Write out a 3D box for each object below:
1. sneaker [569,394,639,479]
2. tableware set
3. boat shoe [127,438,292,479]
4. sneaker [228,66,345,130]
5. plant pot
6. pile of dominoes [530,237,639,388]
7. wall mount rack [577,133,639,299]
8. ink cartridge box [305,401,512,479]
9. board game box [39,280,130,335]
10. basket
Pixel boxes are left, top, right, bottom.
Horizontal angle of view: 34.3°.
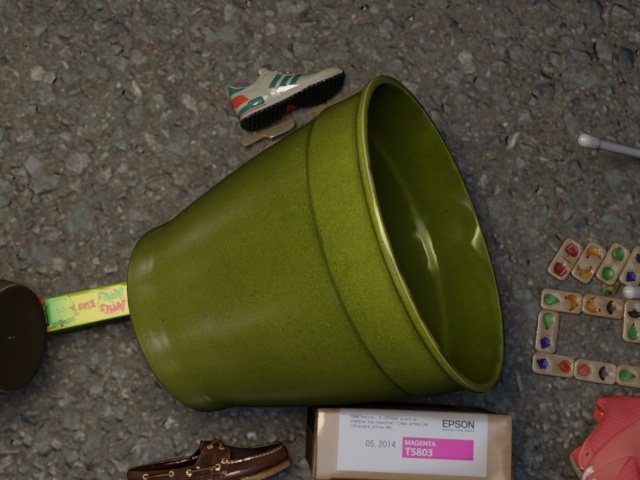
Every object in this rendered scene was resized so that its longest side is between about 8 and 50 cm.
[{"bbox_3d":[0.371,0.316,1.290,0.136,0.115,0.313,11,42,20],"label":"sneaker"},{"bbox_3d":[0.007,-0.117,1.395,0.194,0.039,0.128,-25,57,-12],"label":"tableware set"},{"bbox_3d":[-0.143,0.290,1.318,0.207,0.073,0.073,-18,86,-6],"label":"boat shoe"},{"bbox_3d":[-0.049,-0.212,1.400,0.161,0.057,0.075,-26,69,-9],"label":"sneaker"},{"bbox_3d":[-0.020,0.042,1.210,0.353,0.366,0.366,-19,83,22],"label":"plant pot"},{"bbox_3d":[0.420,0.099,1.399,0.251,0.040,0.195,8,82,-3],"label":"pile of dominoes"},{"bbox_3d":[0.488,-0.043,1.358,0.304,0.130,0.349,-11,75,-8],"label":"wall mount rack"},{"bbox_3d":[0.102,0.246,1.280,0.235,0.193,0.088,4,83,-4],"label":"ink cartridge box"},{"bbox_3d":[-0.275,0.084,1.328,0.181,0.092,0.043,-12,83,-5],"label":"board game box"},{"bbox_3d":[-0.458,0.112,1.240,0.227,0.154,0.204,2,87,21],"label":"basket"}]
